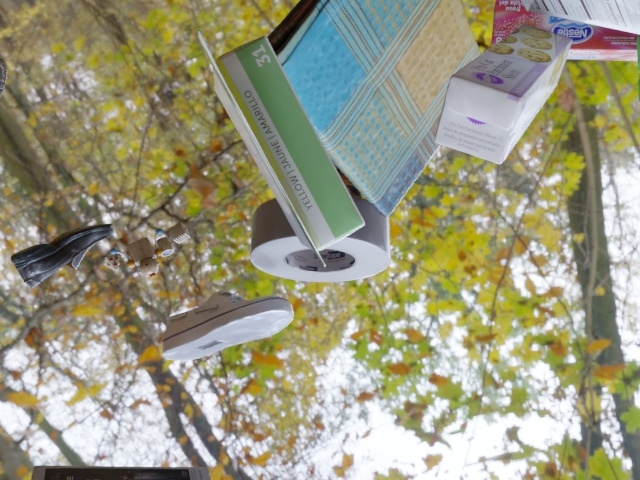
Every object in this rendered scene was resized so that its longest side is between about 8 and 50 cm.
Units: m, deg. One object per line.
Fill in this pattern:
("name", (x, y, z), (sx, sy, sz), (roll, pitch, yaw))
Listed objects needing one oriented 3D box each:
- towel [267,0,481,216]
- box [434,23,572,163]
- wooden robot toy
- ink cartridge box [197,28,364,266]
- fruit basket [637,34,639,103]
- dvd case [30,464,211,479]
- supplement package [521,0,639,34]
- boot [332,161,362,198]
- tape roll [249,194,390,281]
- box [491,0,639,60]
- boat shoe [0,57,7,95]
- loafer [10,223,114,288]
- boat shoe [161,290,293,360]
("towel", (0.087, -0.213, 0.889), (0.040, 0.370, 0.271), (35, -95, 34))
("box", (0.197, -0.161, 0.722), (0.067, 0.063, 0.324), (22, -149, 18))
("wooden robot toy", (-0.326, 0.037, 1.367), (0.173, 0.076, 0.079), (-24, -110, -12))
("ink cartridge box", (-0.026, -0.073, 0.550), (0.056, 0.171, 0.235), (-29, -174, -5))
("fruit basket", (0.564, -0.260, 0.829), (0.353, 0.326, 0.165), (8, -153, 45))
("dvd case", (-0.254, 0.351, 0.917), (0.239, 0.029, 0.179), (7, -167, -18))
("supplement package", (0.317, -0.322, 0.647), (0.263, 0.198, 0.199), (28, -90, 37))
("boot", (0.094, -0.162, 1.479), (0.197, 0.073, 0.152), (-32, -126, 15))
("tape roll", (0.000, 0.000, 1.117), (0.219, 0.219, 0.072), (-7, -112, 21))
("box", (0.418, -0.361, 1.150), (0.257, 0.122, 0.128), (7, -171, 21))
("boat shoe", (-0.562, -0.220, 1.109), (0.190, 0.068, 0.072), (-50, -124, 10))
("loafer", (-0.414, 0.020, 1.164), (0.170, 0.061, 0.062), (-26, -166, -29))
("boat shoe", (-0.159, 0.123, 1.148), (0.258, 0.095, 0.084), (-20, -121, 25))
